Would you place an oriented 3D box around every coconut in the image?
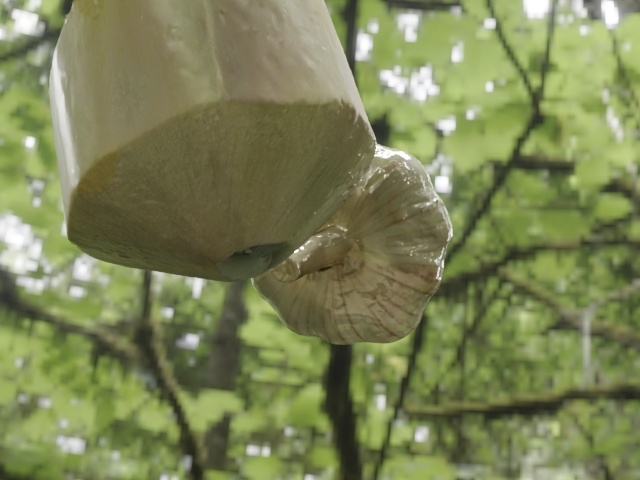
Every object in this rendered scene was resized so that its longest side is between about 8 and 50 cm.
[{"bbox_3d":[-0.082,-0.083,1.380,0.239,0.244,0.239,-10,-27,-5],"label":"coconut"}]

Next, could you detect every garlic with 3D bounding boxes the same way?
[{"bbox_3d":[0.000,0.000,1.629,0.199,0.199,0.226,-11,-2,23],"label":"garlic"}]
